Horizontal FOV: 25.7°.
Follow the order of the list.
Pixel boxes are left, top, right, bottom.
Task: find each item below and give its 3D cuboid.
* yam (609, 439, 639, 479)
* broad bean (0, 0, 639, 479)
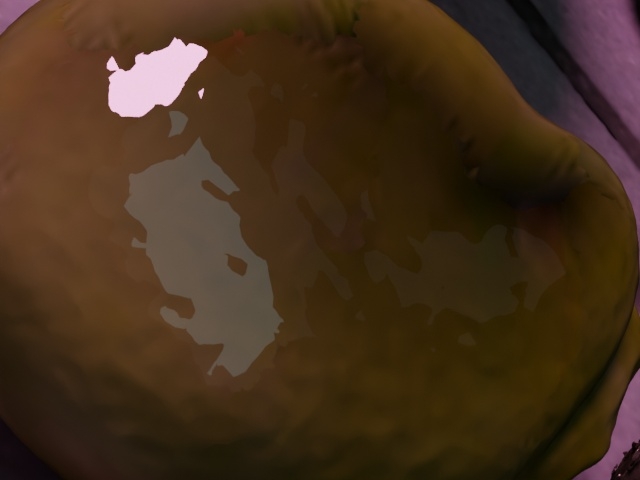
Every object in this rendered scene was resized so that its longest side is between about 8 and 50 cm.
[{"bbox_3d":[0.178,0.101,0.563,0.107,0.183,0.107,17,41,-15],"label":"yam"},{"bbox_3d":[0.000,0.000,0.520,0.291,0.119,0.238,6,69,-31],"label":"broad bean"}]
